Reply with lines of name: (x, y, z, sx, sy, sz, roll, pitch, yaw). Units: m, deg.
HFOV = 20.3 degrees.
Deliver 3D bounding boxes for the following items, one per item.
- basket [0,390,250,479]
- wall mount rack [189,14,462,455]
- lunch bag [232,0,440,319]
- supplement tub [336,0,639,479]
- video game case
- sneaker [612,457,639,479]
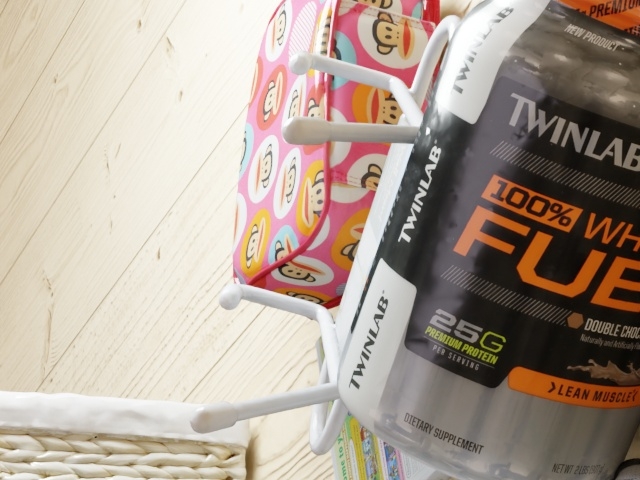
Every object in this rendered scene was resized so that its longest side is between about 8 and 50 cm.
basket: (-0.271, 0.306, 1.774, 0.328, 0.331, 0.266, -29, 60, 57)
wall mount rack: (0.000, 0.000, 1.276, 0.304, 0.130, 0.350, -100, 26, -74)
lunch bag: (0.000, -0.087, 1.589, 0.258, 0.120, 0.293, -31, 49, 60)
supplement tub: (0.154, -0.018, 1.182, 0.207, 0.207, 0.338, 43, 119, 60)
video game case: (0.061, 0.129, 1.513, 0.193, 0.023, 0.212, -49, 39, 44)
sneaker: (0.229, 0.146, 1.108, 0.132, 0.086, 0.229, 50, 125, 60)
